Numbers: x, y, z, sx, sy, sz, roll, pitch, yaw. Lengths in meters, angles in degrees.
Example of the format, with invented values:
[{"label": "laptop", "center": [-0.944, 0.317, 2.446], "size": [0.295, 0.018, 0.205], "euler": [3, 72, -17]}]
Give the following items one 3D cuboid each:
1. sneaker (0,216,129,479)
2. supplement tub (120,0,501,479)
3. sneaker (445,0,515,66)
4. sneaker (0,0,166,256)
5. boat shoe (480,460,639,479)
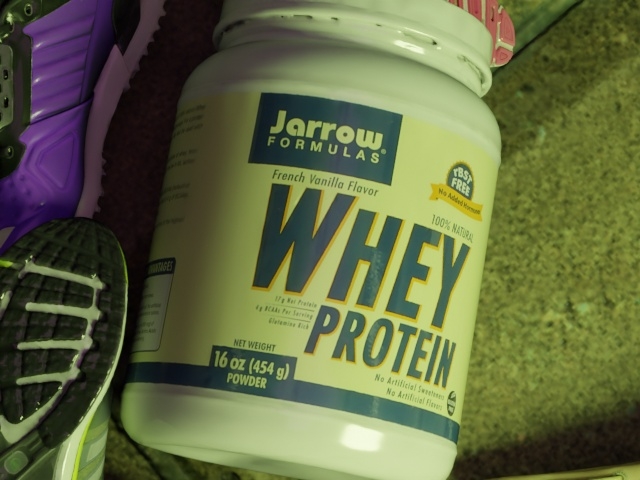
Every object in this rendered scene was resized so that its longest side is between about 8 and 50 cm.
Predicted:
[{"label": "sneaker", "center": [-0.192, 0.131, 1.083], "size": [0.111, 0.121, 0.299], "euler": [13, 87, 4]}, {"label": "supplement tub", "center": [0.000, 0.000, 1.116], "size": [0.236, 0.235, 0.324], "euler": [11, 79, -7]}, {"label": "sneaker", "center": [0.074, -0.168, 1.249], "size": [0.170, 0.075, 0.063], "euler": [5, 83, -32]}, {"label": "sneaker", "center": [-0.222, -0.104, 1.138], "size": [0.146, 0.102, 0.293], "euler": [32, 66, -39]}, {"label": "boat shoe", "center": [0.261, 0.179, 1.196], "size": [0.285, 0.104, 0.089], "euler": [-18, 79, -9]}]
